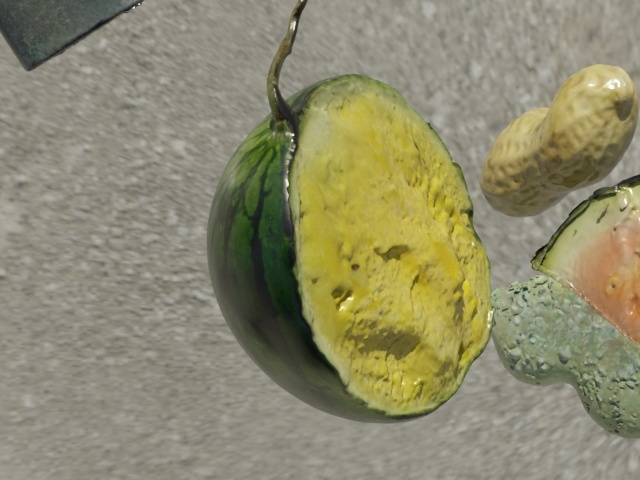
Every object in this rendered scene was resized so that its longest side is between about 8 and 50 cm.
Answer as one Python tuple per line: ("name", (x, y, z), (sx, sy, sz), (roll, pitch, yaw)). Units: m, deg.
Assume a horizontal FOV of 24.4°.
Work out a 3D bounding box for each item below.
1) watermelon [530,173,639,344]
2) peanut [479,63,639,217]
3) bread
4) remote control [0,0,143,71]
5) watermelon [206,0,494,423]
("watermelon", (0.215, 0.029, 0.708), (0.245, 0.063, 0.119), (31, 84, 39))
("peanut", (0.239, -0.094, 1.485), (0.098, 0.229, 0.103), (-24, 83, -34))
("bread", (0.279, 0.092, 1.480), (0.232, 0.064, 0.172), (34, 96, 23))
("remote control", (-0.252, -0.297, 0.972), (0.107, 0.044, 0.377), (-32, 101, 3))
("watermelon", (0.004, 0.006, 0.898), (0.127, 0.232, 0.204), (-13, 50, 38))
